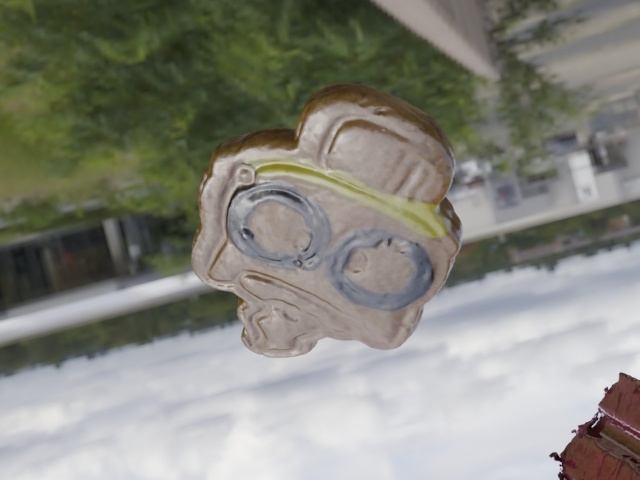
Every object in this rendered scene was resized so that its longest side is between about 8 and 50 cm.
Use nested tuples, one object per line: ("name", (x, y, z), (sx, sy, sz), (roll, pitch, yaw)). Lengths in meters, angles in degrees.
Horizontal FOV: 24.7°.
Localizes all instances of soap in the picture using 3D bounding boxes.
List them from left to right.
("soap", (0.249, 0.194, 1.130), (0.099, 0.162, 0.250), (24, -178, -5))

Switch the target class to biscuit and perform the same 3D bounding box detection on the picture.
("biscuit", (0.000, 0.000, 1.141), (0.041, 0.208, 0.290), (-73, -173, -49))
